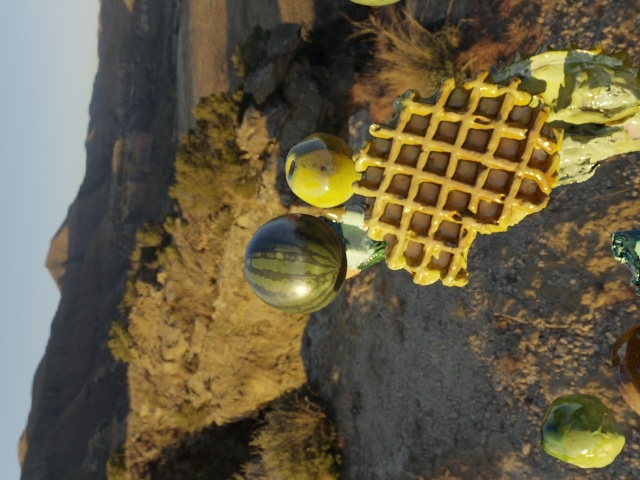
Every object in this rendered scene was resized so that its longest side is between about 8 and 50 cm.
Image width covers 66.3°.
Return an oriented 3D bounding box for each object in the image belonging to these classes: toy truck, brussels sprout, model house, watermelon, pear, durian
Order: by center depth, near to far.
[{"bbox_3d":[0.296,-0.151,0.631,0.172,0.306,0.167,58,-153,-60],"label":"durian"},{"bbox_3d":[0.008,-0.129,0.883,0.104,0.140,0.141,-175,87,-78],"label":"pear"},{"bbox_3d":[-0.051,0.045,0.997,0.212,0.212,0.212,-178,90,-68],"label":"watermelon"},{"bbox_3d":[0.541,0.403,1.038,0.149,0.122,0.152,152,123,-61],"label":"brussels sprout"},{"bbox_3d":[0.711,0.047,1.075,0.175,0.081,0.067,-87,-20,-51],"label":"toy truck"},{"bbox_3d":[0.000,0.000,1.275,0.253,0.291,0.185,-24,70,35],"label":"model house"}]

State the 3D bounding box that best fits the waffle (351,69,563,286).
[{"bbox_3d":[0.167,-0.072,0.594,0.056,0.253,0.249,-21,-85,-72],"label":"waffle"}]

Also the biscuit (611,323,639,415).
[{"bbox_3d":[0.612,0.200,0.768,0.064,0.431,0.283,121,141,-55],"label":"biscuit"}]

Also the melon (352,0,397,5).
[{"bbox_3d":[0.043,-0.285,0.445,0.114,0.114,0.168,115,144,-44],"label":"melon"}]
